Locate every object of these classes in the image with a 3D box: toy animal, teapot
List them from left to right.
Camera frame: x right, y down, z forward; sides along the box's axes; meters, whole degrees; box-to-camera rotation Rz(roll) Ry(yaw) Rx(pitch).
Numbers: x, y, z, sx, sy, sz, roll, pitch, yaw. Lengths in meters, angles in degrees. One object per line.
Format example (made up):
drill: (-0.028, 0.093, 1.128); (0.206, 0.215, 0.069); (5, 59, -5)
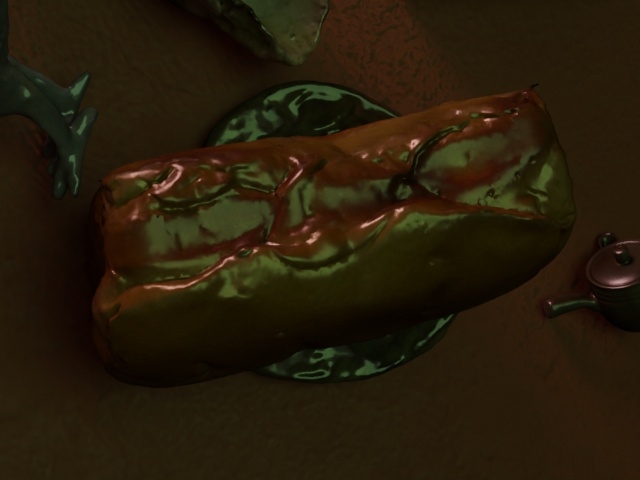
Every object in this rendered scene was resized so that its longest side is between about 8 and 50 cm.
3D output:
toy animal: (-0.230, -0.115, 1.037); (0.206, 0.081, 0.367); (40, 86, -34)
teapot: (0.242, 0.042, 1.327); (0.110, 0.085, 0.080); (-25, 122, -1)

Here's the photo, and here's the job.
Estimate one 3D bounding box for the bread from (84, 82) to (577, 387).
bread: (0.005, 0.001, 1.072); (0.344, 0.195, 0.149); (-12, 85, -14)

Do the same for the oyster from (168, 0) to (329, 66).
oyster: (-0.127, -0.267, 1.122); (0.341, 0.110, 0.166); (27, 76, -27)

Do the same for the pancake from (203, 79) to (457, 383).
pancake: (0.000, 0.000, 1.194); (0.241, 0.050, 0.242); (2, 83, -17)
